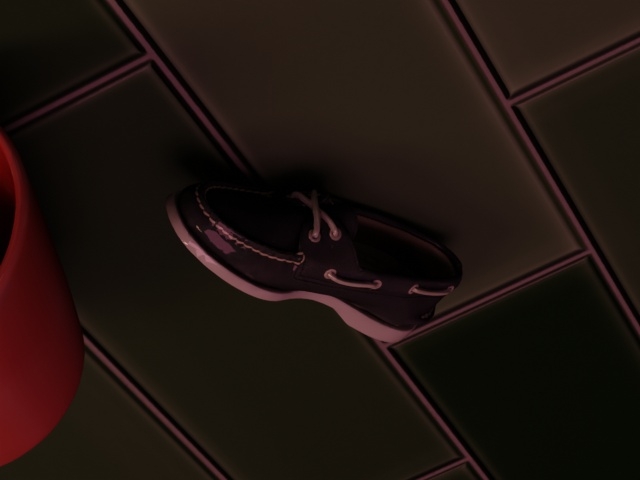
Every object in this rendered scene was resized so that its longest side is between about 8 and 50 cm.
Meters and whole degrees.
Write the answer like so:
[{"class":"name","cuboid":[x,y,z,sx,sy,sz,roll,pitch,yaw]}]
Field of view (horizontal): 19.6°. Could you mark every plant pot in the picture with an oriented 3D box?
[{"class":"plant pot","cuboid":[-0.318,0.053,1.467,0.275,0.275,0.243,-18,146,4]}]

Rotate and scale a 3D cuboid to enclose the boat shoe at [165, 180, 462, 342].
[{"class":"boat shoe","cuboid":[0.000,0.000,1.596,0.091,0.114,0.302,-41,143,27]}]
